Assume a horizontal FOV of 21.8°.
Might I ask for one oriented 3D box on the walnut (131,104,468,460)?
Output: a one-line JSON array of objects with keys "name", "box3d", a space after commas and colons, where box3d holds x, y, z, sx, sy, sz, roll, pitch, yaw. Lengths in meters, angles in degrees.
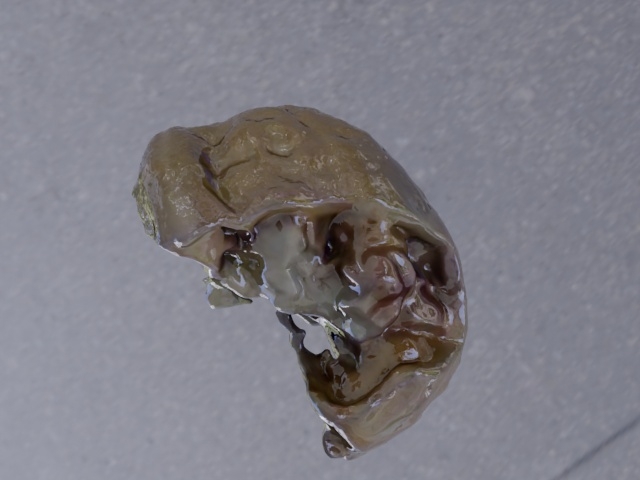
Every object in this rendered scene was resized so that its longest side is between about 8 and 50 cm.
[{"name": "walnut", "box3d": [0.003, -0.001, 1.041, 0.141, 0.204, 0.238, -37, 105, 16]}]
